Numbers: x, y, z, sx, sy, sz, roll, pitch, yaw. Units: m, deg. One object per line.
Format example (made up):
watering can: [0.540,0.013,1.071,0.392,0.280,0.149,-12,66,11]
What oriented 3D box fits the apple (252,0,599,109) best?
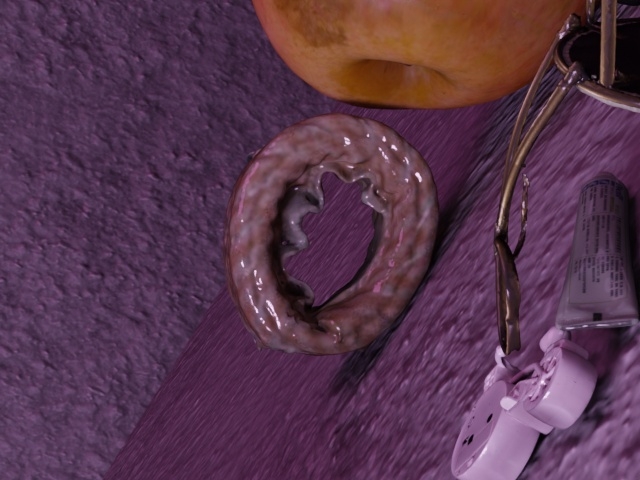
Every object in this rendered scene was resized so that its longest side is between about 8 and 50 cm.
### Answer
apple: [0.102,-0.290,1.357,0.364,0.364,0.364,-55,8,11]

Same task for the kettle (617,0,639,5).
kettle: [0.290,-0.329,1.111,0.207,0.250,0.271,-14,22,30]

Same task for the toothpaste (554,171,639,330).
toothpaste: [0.173,0.004,0.886,0.048,0.029,0.197,-6,26,15]

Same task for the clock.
clock: [0.119,0.093,0.830,0.129,0.041,0.087,-54,10,52]

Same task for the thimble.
thimble: [0.006,-0.004,1.378,0.148,0.196,0.229,161,112,-82]

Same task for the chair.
chair: [0.190,-0.101,0.799,0.160,0.170,0.325,-80,-7,-61]
